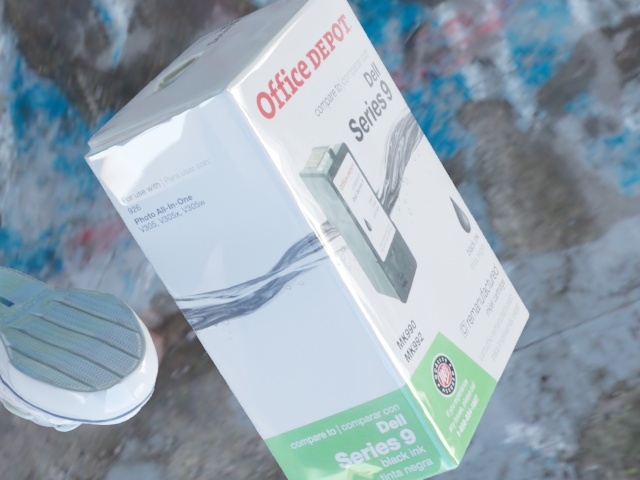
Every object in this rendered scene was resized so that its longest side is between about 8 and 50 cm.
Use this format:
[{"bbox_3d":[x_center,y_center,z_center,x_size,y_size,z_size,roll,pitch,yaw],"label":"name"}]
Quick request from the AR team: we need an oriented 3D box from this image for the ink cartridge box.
[{"bbox_3d":[0.000,0.000,1.256,0.289,0.121,0.211,58,31,-15],"label":"ink cartridge box"}]

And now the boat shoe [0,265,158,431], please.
[{"bbox_3d":[-0.156,0.074,1.144,0.083,0.226,0.076,-31,119,-21],"label":"boat shoe"}]
